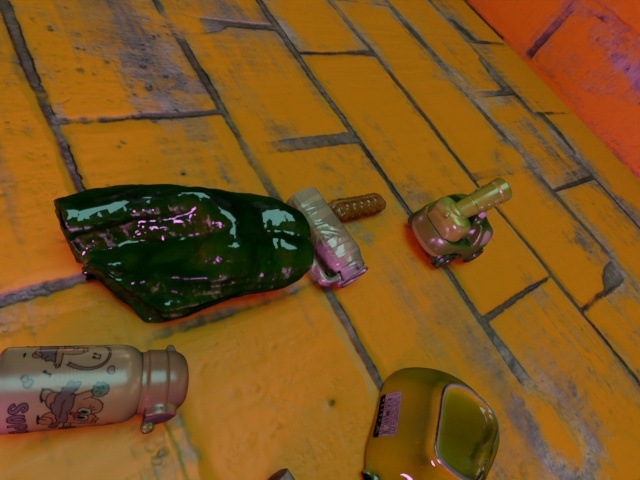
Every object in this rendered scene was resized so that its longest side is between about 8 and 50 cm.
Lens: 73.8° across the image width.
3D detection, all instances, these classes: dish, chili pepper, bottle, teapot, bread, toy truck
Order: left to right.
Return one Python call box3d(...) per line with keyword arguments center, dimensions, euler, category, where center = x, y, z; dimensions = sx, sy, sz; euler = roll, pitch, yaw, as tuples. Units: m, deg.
box3d(center=(-0.272, 0.184, 0.525), dimensions=(0.209, 0.097, 0.110), euler=(6, 52, -25), category="bottle")
box3d(center=(-0.189, 0.000, 0.661), dimensions=(0.385, 0.167, 0.213), euler=(-1, 56, -28), category="chili pepper")
box3d(center=(0.000, 0.000, 0.824), dimensions=(0.107, 0.077, 0.200), euler=(-24, 70, -35), category="teapot")
box3d(center=(0.081, -0.075, 0.944), dimensions=(0.157, 0.044, 0.052), euler=(-14, 58, -36), category="bread")
box3d(center=(0.196, 0.316, 0.676), dimensions=(0.221, 0.108, 0.262), euler=(37, 47, 2), category="dish")
box3d(center=(0.304, -0.043, 0.948), dimensions=(0.187, 0.210, 0.148), euler=(-18, 66, -17), category="toy truck")

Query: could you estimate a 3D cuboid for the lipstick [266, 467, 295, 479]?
box3d(center=(-0.017, 0.394, 0.543), dimensions=(0.063, 0.057, 0.186), euler=(-28, 79, -40), category="lipstick")
